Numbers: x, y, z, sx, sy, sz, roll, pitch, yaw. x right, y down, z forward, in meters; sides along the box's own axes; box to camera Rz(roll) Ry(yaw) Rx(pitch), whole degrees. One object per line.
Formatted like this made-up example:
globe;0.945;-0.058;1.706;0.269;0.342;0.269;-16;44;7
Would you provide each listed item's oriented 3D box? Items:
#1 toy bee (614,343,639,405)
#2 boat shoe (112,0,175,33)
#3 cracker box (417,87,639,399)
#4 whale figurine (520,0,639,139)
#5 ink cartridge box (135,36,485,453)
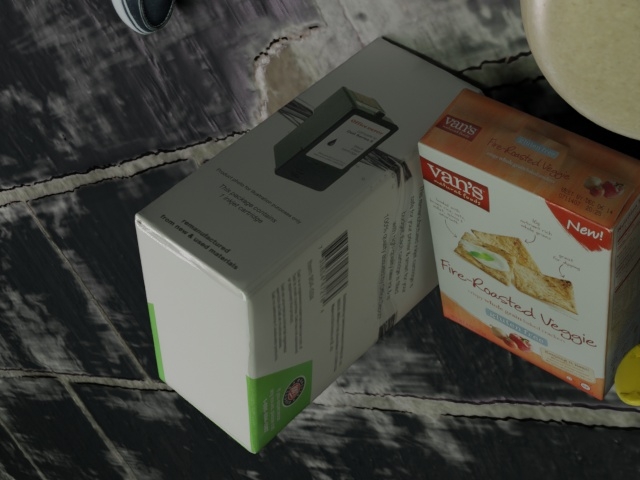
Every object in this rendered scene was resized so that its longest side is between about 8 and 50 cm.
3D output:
toy bee;0.302;0.112;0.755;0.298;0.162;0.195;46;146;3
boat shoe;-0.133;-0.241;0.972;0.083;0.065;0.183;34;145;23
cracker box;0.164;0.009;0.857;0.155;0.067;0.232;28;153;29
whale figurine;0.246;-0.147;0.600;0.272;0.141;0.216;2;131;18
ink cartridge box;0.000;0.000;0.884;0.114;0.273;0.198;33;145;26
